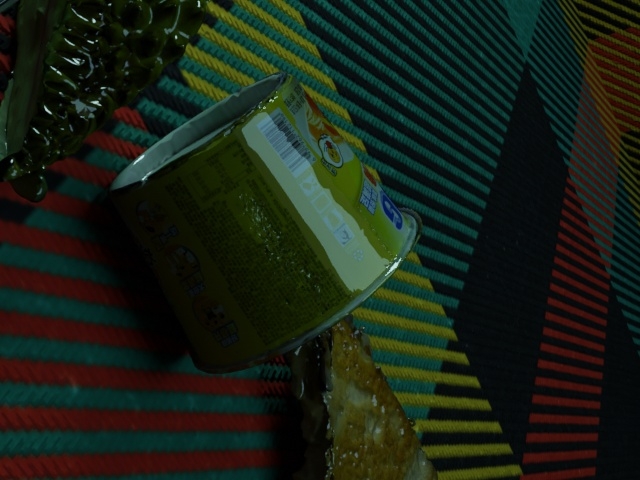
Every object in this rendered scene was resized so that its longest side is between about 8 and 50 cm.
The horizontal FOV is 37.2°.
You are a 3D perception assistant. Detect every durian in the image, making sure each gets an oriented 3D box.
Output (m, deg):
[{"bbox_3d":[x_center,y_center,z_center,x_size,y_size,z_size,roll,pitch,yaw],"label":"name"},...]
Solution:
[{"bbox_3d":[-0.143,-0.180,0.661,0.106,0.132,0.375,31,55,-37],"label":"durian"}]

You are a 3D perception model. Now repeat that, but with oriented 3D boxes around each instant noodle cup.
[{"bbox_3d":[-0.049,-0.020,0.697,0.153,0.205,0.205,56,33,-18],"label":"instant noodle cup"}]

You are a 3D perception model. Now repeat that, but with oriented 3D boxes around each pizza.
[{"bbox_3d":[0.012,0.211,0.818,0.288,0.074,0.251,63,30,-21],"label":"pizza"}]

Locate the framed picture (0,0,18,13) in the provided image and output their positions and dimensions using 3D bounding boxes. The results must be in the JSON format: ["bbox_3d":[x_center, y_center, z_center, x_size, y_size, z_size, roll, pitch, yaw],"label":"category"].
[{"bbox_3d":[-0.211,-0.150,0.403,0.296,0.019,0.232,-50,157,-32],"label":"framed picture"}]
